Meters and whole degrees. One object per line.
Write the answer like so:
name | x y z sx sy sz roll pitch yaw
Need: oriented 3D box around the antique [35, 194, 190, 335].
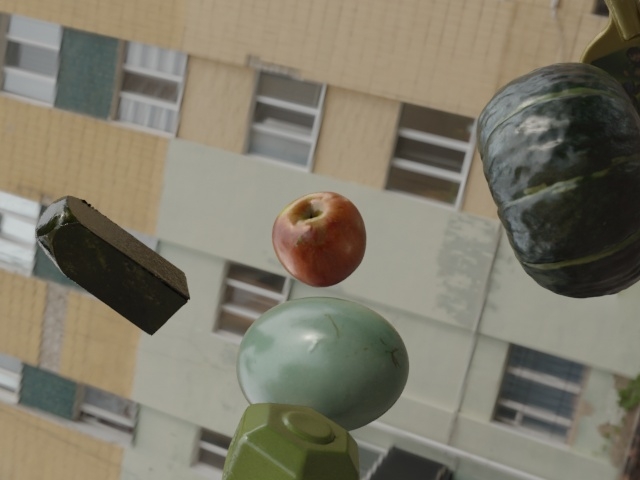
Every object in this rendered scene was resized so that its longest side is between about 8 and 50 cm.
antique | -0.287 0.030 1.284 0.080 0.221 0.081 -44 30 11

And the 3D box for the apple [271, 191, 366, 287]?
apple | 0.000 0.000 1.594 0.163 0.163 0.139 -59 -38 -39

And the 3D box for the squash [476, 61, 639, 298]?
squash | 0.265 -0.063 0.996 0.252 0.165 0.252 -16 -90 -75

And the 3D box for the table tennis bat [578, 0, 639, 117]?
table tennis bat | 0.452 -0.283 1.342 0.321 0.198 0.050 55 -151 -35

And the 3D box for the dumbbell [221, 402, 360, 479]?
dumbbell | -0.065 0.287 0.822 0.121 0.108 0.302 -90 22 -75

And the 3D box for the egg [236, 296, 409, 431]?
egg | 0.000 0.152 1.141 0.168 0.231 0.168 8 -100 -52
